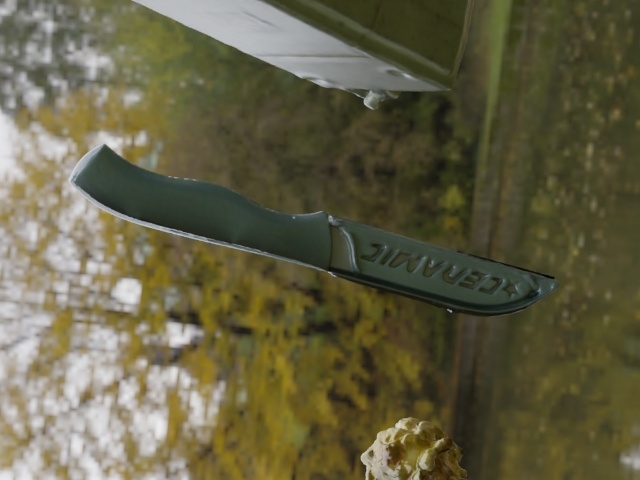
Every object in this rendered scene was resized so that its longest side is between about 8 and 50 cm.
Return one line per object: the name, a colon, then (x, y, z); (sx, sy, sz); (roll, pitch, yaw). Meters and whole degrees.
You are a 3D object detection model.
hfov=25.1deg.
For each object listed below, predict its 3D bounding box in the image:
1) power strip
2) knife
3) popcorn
power strip: (-0.051, -0.107, 0.465); (0.272, 0.078, 0.052); (20, -100, -44)
knife: (0.000, 0.000, 0.595); (0.015, 0.210, 0.028); (165, 120, -77)
popcorn: (0.070, 0.166, 1.004); (0.057, 0.083, 0.082); (-22, -58, -49)
